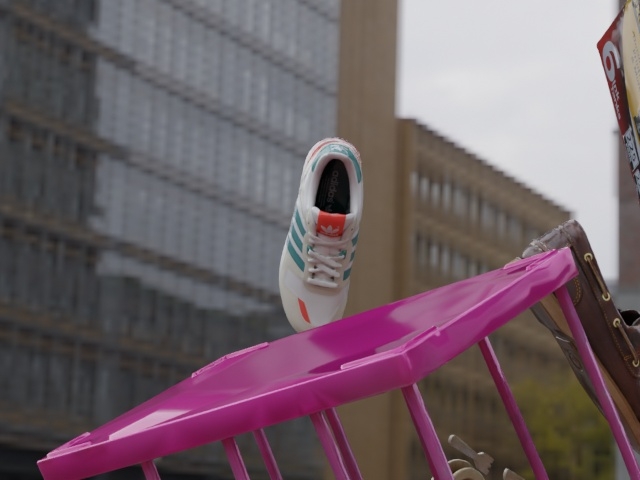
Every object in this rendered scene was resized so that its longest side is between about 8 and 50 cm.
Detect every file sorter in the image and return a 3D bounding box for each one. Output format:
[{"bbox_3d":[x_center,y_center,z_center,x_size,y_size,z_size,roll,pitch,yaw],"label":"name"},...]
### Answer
[{"bbox_3d":[0.021,0.151,1.123,0.291,0.182,0.202,-20,4,37],"label":"file sorter"}]

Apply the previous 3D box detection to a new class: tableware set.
[{"bbox_3d":[0.181,0.300,1.972,0.039,0.128,0.194,10,-19,45],"label":"tableware set"}]

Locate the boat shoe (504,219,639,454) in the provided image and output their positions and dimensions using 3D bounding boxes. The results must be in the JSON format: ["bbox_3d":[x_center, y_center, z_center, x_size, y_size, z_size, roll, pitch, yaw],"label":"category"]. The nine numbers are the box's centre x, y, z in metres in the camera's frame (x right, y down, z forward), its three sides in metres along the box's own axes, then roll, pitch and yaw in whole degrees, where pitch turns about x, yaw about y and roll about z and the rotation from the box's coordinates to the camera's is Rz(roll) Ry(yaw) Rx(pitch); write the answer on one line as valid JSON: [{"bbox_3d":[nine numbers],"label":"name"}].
[{"bbox_3d":[0.228,0.078,1.462,0.073,0.207,0.073,-37,24,-9],"label":"boat shoe"}]

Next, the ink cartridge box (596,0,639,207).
[{"bbox_3d":[0.403,-0.111,1.867,0.130,0.309,0.272,-12,-12,-7],"label":"ink cartridge box"}]

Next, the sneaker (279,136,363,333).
[{"bbox_3d":[0.000,0.000,1.426,0.057,0.161,0.075,9,3,-1],"label":"sneaker"}]
